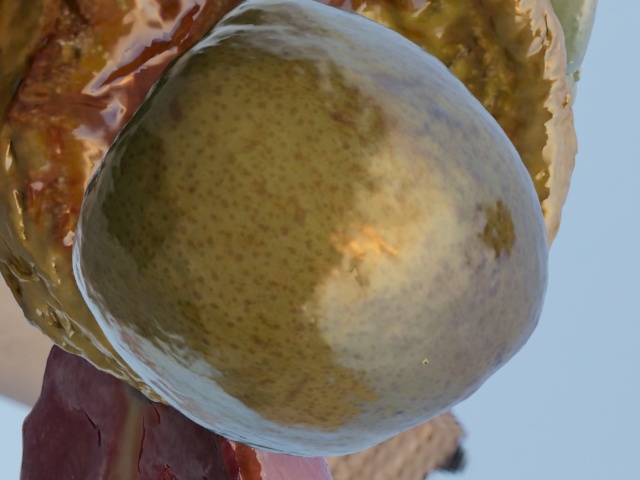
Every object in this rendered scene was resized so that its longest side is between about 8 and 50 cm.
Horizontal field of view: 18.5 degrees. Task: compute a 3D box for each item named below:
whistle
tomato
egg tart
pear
[{"bbox_3d":[0.203,-0.169,1.736,0.067,0.258,0.126,8,-139,5],"label":"whistle"},{"bbox_3d":[-0.110,0.233,1.623,0.335,0.176,0.289,26,-72,44],"label":"tomato"},{"bbox_3d":[-0.041,-0.085,1.426,0.443,0.443,0.178,-59,-172,2],"label":"egg tart"},{"bbox_3d":[0.000,0.000,0.917,0.188,0.211,0.228,-53,-173,31],"label":"pear"}]
